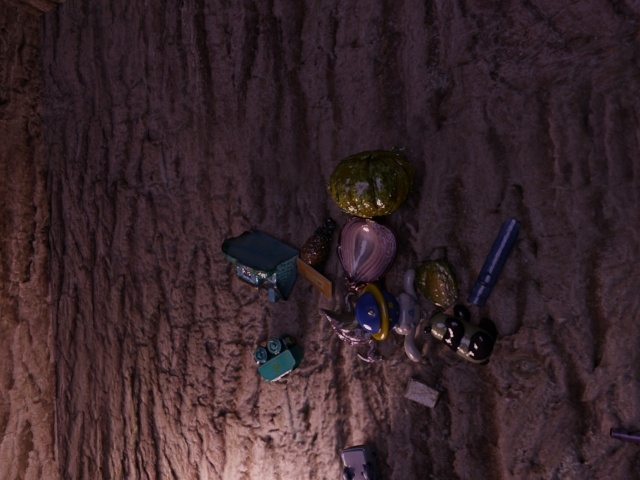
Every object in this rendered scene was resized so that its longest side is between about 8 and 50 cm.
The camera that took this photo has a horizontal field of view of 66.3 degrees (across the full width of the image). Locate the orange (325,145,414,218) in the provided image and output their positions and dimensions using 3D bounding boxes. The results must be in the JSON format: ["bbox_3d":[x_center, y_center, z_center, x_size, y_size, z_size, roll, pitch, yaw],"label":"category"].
[{"bbox_3d":[0.180,-0.189,1.692,0.299,0.301,0.224,-6,112,23],"label":"orange"}]

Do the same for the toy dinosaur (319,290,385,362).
[{"bbox_3d":[0.137,0.316,1.798,0.294,0.077,0.162,44,99,21],"label":"toy dinosaur"}]

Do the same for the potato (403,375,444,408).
[{"bbox_3d":[0.352,0.522,1.684,0.122,0.061,0.086,18,93,26],"label":"potato"}]

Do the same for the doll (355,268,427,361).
[{"bbox_3d":[0.242,0.279,1.695,0.159,0.242,0.311,-26,78,55],"label":"doll"}]

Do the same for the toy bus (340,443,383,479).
[{"bbox_3d":[0.172,0.880,1.714,0.108,0.136,0.330,-19,79,28],"label":"toy bus"}]

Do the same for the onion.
[{"bbox_3d":[0.167,0.052,1.773,0.227,0.120,0.284,27,106,27],"label":"onion"}]

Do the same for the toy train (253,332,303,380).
[{"bbox_3d":[-0.169,0.461,1.937,0.197,0.107,0.155,-35,79,21],"label":"toy train"}]

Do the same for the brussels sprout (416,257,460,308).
[{"bbox_3d":[0.401,0.142,1.663,0.139,0.100,0.181,-43,70,30],"label":"brussels sprout"}]

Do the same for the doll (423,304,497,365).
[{"bbox_3d":[0.460,0.303,1.596,0.234,0.143,0.135,31,116,21],"label":"doll"}]

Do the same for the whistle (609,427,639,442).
[{"bbox_3d":[0.927,0.564,1.397,0.176,0.033,0.033,0,87,27],"label":"whistle"}]

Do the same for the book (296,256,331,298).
[{"bbox_3d":[-0.024,0.144,1.882,0.172,0.118,0.012,36,63,24],"label":"book"}]

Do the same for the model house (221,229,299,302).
[{"bbox_3d":[-0.251,0.124,1.956,0.261,0.226,0.241,27,129,28],"label":"model house"}]

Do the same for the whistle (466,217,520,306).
[{"bbox_3d":[0.568,0.071,1.598,0.062,0.062,0.305,27,100,26],"label":"whistle"}]

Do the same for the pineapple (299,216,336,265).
[{"bbox_3d":[0.000,0.000,1.878,0.108,0.108,0.198,31,95,25],"label":"pineapple"}]
